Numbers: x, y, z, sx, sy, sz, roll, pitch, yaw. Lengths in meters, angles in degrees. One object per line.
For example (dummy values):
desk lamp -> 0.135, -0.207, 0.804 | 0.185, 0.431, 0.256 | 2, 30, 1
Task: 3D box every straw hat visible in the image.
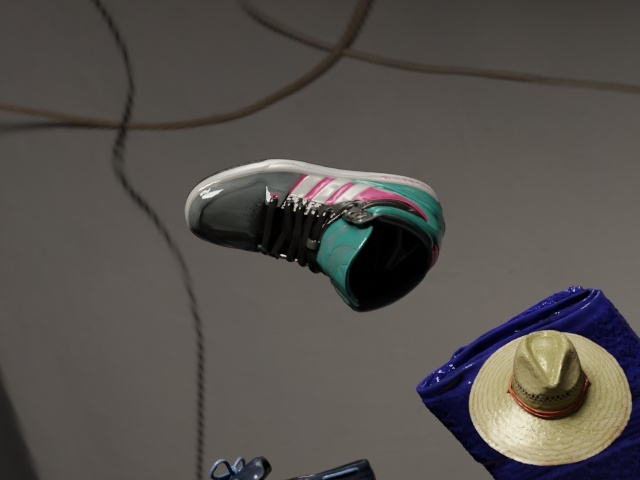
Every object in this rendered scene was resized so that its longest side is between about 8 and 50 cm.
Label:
straw hat -> 0.186, 0.109, 1.219 | 0.144, 0.144, 0.061 | 14, 138, 25

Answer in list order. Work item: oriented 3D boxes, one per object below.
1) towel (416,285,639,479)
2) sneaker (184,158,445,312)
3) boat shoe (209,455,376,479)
towel -> 0.273, 0.201, 1.492 | 0.227, 0.076, 0.308 | -31, 105, 32
sneaker -> 0.000, 0.000, 1.623 | 0.295, 0.178, 0.124 | 1, 115, -6
boat shoe -> -0.063, 0.277, 1.630 | 0.258, 0.109, 0.089 | -3, 91, 0
